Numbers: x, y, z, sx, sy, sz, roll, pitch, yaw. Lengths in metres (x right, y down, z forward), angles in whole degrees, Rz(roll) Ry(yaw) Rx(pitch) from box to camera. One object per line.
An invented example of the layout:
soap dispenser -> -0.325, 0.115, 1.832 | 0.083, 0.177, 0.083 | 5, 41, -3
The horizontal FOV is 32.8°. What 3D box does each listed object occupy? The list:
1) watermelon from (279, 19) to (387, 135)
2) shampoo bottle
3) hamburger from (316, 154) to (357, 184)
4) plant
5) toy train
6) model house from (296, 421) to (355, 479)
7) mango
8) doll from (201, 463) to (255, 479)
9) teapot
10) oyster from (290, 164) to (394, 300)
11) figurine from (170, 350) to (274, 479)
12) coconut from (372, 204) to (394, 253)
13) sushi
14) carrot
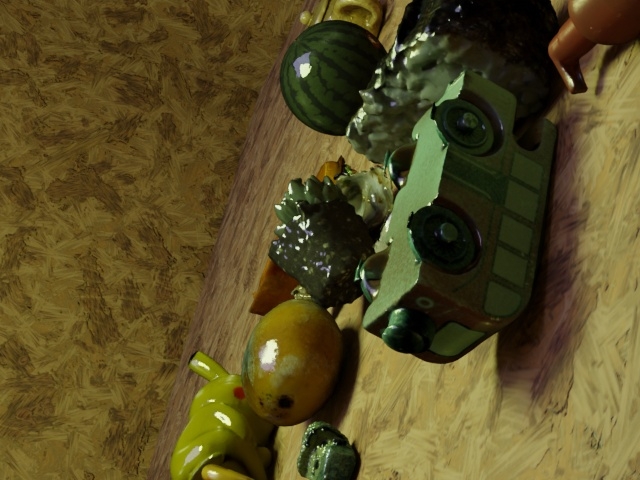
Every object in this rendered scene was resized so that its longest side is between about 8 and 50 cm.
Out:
watermelon -> 0.033, -0.293, 1.983 | 0.212, 0.212, 0.212 | -159, 90, -79
shampoo bottle -> 0.282, -0.231, 0.998 | 0.244, 0.085, 0.085 | 126, 161, -60
hamburger -> 0.023, -0.051, 1.899 | 0.137, 0.087, 0.166 | -85, 17, -52
plant -> 0.000, 0.000, 1.638 | 0.132, 0.129, 0.194 | -53, 54, 32
toy train -> 0.140, -0.016, 1.098 | 0.129, 0.159, 0.326 | -51, 18, 51
model house -> 0.010, 0.284, 1.408 | 0.083, 0.066, 0.079 | -156, 85, -78
mango -> -0.046, 0.179, 1.667 | 0.316, 0.146, 0.193 | -125, 54, -82
doll -> -0.123, 0.451, 1.522 | 0.166, 0.162, 0.270 | -3, 76, 62
teapot -> 0.034, -0.466, 2.387 | 0.311, 0.167, 0.203 | 146, 143, -71
oyster -> 0.049, -0.005, 1.743 | 0.294, 0.094, 0.166 | -43, 45, 46
figurine -> -0.162, 0.350, 1.891 | 0.169, 0.218, 0.327 | -19, 25, 19
coconut -> 0.121, -0.009, 1.284 | 0.124, 0.110, 0.110 | 117, 169, -57
sushi -> 0.150, -0.204, 1.286 | 0.343, 0.196, 0.182 | 127, 154, -57
carrot -> -0.064, 0.032, 2.148 | 0.307, 0.100, 0.258 | 130, 161, -65
